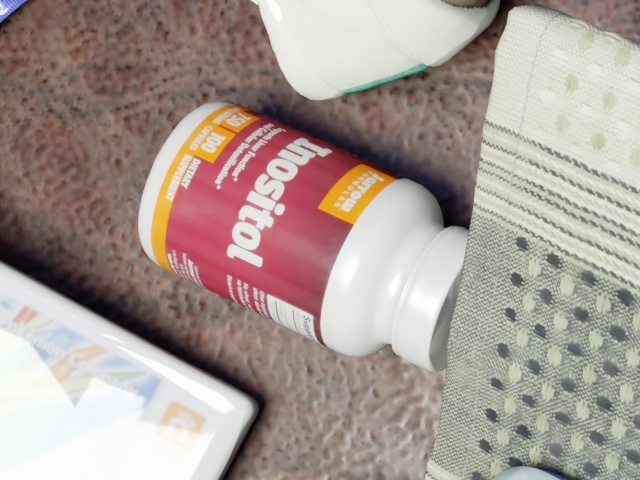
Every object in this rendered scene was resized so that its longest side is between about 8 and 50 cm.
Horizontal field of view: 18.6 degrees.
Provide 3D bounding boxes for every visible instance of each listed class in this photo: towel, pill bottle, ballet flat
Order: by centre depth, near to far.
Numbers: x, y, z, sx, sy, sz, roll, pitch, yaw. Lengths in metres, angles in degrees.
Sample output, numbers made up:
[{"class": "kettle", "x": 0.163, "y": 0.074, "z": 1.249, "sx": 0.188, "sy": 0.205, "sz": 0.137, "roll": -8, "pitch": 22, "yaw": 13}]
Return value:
[{"class": "towel", "x": 0.186, "y": 0.086, "z": 0.760, "sx": 0.324, "sy": 0.056, "sz": 0.312, "roll": 26, "pitch": 126, "yaw": 28}, {"class": "pill bottle", "x": 0.000, "y": 0.000, "z": 0.895, "sx": 0.152, "sy": 0.086, "sz": 0.086, "roll": 24, "pitch": 95, "yaw": 22}, {"class": "ballet flat", "x": -0.055, "y": -0.239, "z": 0.927, "sx": 0.139, "sy": 0.139, "sz": 0.400, "roll": -32, "pitch": 75, "yaw": 17}]

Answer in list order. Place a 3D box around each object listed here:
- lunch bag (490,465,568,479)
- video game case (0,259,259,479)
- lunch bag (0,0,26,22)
[{"class": "lunch bag", "x": 0.101, "y": 0.218, "z": 0.799, "sx": 0.219, "sy": 0.090, "sz": 0.176, "roll": 47, "pitch": 136, "yaw": 14}, {"class": "video game case", "x": -0.242, "y": 0.131, "z": 0.940, "sx": 0.329, "sy": 0.036, "sz": 0.300, "roll": 28, "pitch": 88, "yaw": 5}, {"class": "lunch bag", "x": -0.276, "y": -0.203, "z": 0.913, "sx": 0.138, "sy": 0.293, "sz": 0.221, "roll": -43, "pitch": 71, "yaw": 13}]
